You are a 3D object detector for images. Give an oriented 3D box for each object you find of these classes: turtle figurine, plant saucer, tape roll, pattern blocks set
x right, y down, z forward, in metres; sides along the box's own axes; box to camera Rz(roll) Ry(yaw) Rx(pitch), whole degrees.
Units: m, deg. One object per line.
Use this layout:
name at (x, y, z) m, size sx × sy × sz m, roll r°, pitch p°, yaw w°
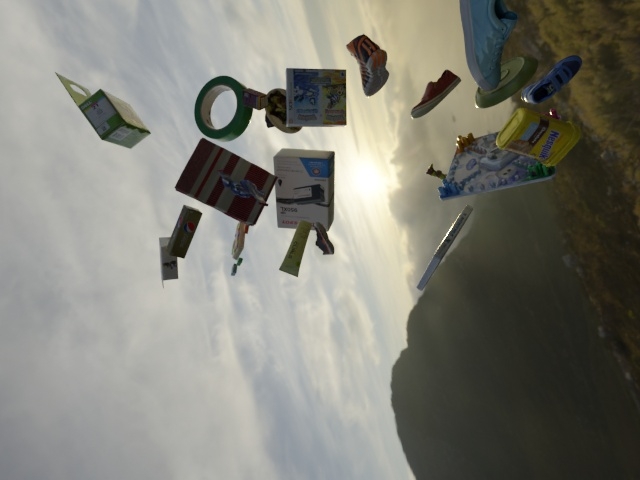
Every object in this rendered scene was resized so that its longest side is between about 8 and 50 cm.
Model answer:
turtle figurine at (0.659, -0.323, 2.275) m, size 0.269 × 0.217 × 0.087 m, roll -41°, pitch -24°, yaw -55°
plant saucer at (0.650, -0.574, 1.569) m, size 0.037 × 0.241 × 0.241 m, roll 42°, pitch -155°, yaw -22°
tape roll at (-0.494, -0.667, 2.232) m, size 0.077 × 0.322 × 0.321 m, roll 7°, pitch -114°, yaw -63°
pattern blocks set at (-0.370, -0.016, 2.004) m, size 0.285 × 0.026 × 0.324 m, roll 124°, pitch 151°, yaw -47°

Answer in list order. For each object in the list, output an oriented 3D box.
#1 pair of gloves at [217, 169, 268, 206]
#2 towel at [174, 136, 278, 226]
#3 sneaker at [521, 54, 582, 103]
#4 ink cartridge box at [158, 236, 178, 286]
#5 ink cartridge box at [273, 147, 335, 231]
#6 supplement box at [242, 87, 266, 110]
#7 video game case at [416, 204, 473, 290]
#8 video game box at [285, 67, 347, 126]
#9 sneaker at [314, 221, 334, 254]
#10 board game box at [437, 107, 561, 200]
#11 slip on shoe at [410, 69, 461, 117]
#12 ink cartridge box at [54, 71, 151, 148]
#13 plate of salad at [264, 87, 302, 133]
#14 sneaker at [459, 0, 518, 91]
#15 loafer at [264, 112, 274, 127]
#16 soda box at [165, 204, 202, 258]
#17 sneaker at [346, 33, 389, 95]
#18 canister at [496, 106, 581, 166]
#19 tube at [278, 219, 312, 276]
pair of gloves at (-0.259, -0.180, 1.509) m, size 0.198 × 0.023 × 0.159 m, roll 16°, pitch -154°, yaw -49°
towel at (-0.355, -0.221, 1.679) m, size 0.236 × 0.329 × 0.037 m, roll -67°, pitch 12°, yaw -18°
sneaker at (0.555, -0.376, 1.044) m, size 0.053 × 0.144 × 0.059 m, roll 43°, pitch -152°, yaw -14°
ink cartridge box at (-0.598, 0.087, 1.731) m, size 0.104 × 0.062 × 0.181 m, roll -137°, pitch 47°, yaw -58°
ink cartridge box at (-0.078, -0.258, 2.264) m, size 0.166 × 0.286 × 0.394 m, roll -65°, pitch -22°, yaw -60°
supplement box at (-0.246, -0.524, 1.629) m, size 0.043 × 0.083 × 0.054 m, roll -43°, pitch -28°, yaw -43°
video game case at (0.532, 0.039, 1.902) m, size 0.300 × 0.036 × 0.329 m, roll -51°, pitch -16°, yaw -24°
video game box at (-0.015, -0.477, 1.472) m, size 0.048 × 0.205 × 0.186 m, roll -136°, pitch 45°, yaw -79°
sneaker at (0.000, 0.000, 1.781) m, size 0.157 × 0.065 × 0.061 m, roll 64°, pitch -155°, yaw -22°
board game box at (0.649, -0.317, 1.601) m, size 0.050 × 0.390 × 0.389 m, roll 55°, pitch -135°, yaw -28°
slip on shoe at (0.514, -0.673, 2.018) m, size 0.101 × 0.331 × 0.123 m, roll 46°, pitch 161°, yaw 0°
ink cartridge box at (-0.696, -0.437, 1.418) m, size 0.255 × 0.097 × 0.189 m, roll 55°, pitch -176°, yaw -1°
plate of salad at (-0.141, -0.539, 1.814) m, size 0.200 × 0.048 × 0.199 m, roll 9°, pitch -106°, yaw -35°
sneaker at (0.551, -0.647, 1.399) m, size 0.135 × 0.150 × 0.365 m, roll -53°, pitch -48°, yaw -25°
loafer at (-0.161, -0.569, 1.957) m, size 0.076 × 0.223 × 0.078 m, roll 40°, pitch 146°, yaw 18°
soda box at (-0.485, -0.031, 1.561) m, size 0.058 × 0.181 × 0.061 m, roll 18°, pitch -170°, yaw -37°
sneaker at (0.201, -0.768, 1.895) m, size 0.180 × 0.125 × 0.321 m, roll 54°, pitch 173°, yaw 14°
canister at (0.580, -0.278, 1.180) m, size 0.126 × 0.170 × 0.073 m, roll 116°, pitch 163°, yaw -46°
tube at (-0.099, 0.033, 1.888) m, size 0.062 × 0.070 × 0.240 m, roll 56°, pitch -129°, yaw -66°
